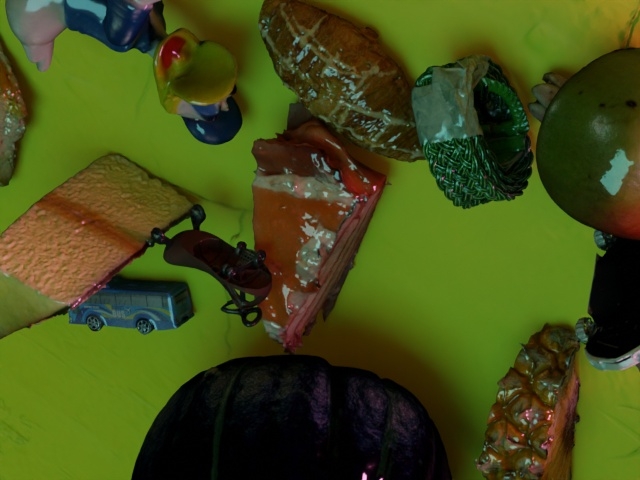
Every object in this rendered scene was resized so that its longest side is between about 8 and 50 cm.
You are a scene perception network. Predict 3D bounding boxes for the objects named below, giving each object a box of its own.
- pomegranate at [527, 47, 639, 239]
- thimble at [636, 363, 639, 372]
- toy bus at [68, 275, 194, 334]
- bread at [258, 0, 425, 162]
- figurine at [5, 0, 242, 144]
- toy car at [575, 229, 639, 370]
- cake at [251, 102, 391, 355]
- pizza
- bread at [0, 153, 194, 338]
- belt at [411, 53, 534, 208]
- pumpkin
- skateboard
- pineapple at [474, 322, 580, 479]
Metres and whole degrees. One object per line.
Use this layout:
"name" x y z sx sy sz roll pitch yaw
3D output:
"pomegranate" 0.267 -0.098 1.591 0.209 0.180 0.180 37 136 41
"thimble" 0.391 0.099 1.639 0.189 0.163 0.125 -12 114 48
"toy bus" -0.223 0.075 2.018 0.153 0.051 0.061 4 108 26
"bread" 0.025 -0.157 1.728 0.233 0.076 0.105 41 131 -3
"figurine" -0.172 -0.243 1.753 0.283 0.204 0.338 -24 118 29
"toy car" 0.299 0.042 1.630 0.095 0.205 0.056 -18 130 37
"cake" -0.003 0.003 1.825 0.135 0.098 0.287 16 125 21
"pizza" -0.399 -0.136 1.973 0.134 0.056 0.271 38 130 12
"bread" -0.264 0.043 1.904 0.135 0.240 0.178 31 133 14
"belt" 0.154 -0.108 1.660 0.079 0.121 0.151 -15 107 36
"pumpkin" -0.031 0.290 1.889 0.363 0.266 0.363 5 137 4
"skateboard" -0.108 0.032 1.827 0.151 0.067 0.080 31 137 36
"pineapple" 0.216 0.209 1.817 0.079 0.135 0.233 14 126 20
